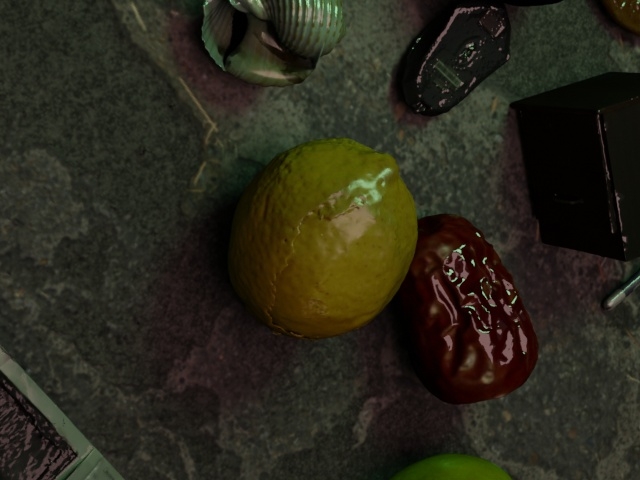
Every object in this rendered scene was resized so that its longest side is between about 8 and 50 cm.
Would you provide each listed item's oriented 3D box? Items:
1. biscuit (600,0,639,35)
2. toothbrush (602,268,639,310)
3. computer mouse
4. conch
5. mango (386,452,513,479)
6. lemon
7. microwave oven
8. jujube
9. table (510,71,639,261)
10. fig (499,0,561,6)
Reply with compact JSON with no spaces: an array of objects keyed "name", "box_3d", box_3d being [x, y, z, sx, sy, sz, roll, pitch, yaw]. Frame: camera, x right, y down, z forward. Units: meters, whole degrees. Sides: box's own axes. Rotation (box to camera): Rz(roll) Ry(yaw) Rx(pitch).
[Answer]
[{"name":"biscuit","box_3d":[0.434,-0.368,1.818,0.212,0.036,0.212,-4,99,-27]},{"name":"toothbrush","box_3d":[0.483,0.002,1.901,0.288,0.026,0.024,-41,155,-17]},{"name":"computer mouse","box_3d":[0.158,-0.223,1.679,0.099,0.057,0.172,41,88,-28]},{"name":"conch","box_3d":[-0.049,-0.236,1.536,0.153,0.102,0.135,14,103,3]},{"name":"mango","box_3d":[0.125,0.369,1.686,0.273,0.149,0.185,-33,118,-15]},{"name":"lemon","box_3d":[0.000,0.000,1.531,0.204,0.204,0.260,17,124,-29]},{"name":"microwave oven","box_3d":[-0.323,0.199,1.408,0.122,0.162,0.208,-44,114,-17]},{"name":"jujube","box_3d":[0.165,0.084,1.671,0.155,0.155,0.230,-30,104,-22]},{"name":"table","box_3d":[0.364,-0.094,1.742,0.172,0.169,0.193,-19,107,-25]},{"name":"fig","box_3d":[0.259,-0.351,1.654,0.186,0.203,0.249,-27,146,20]}]
